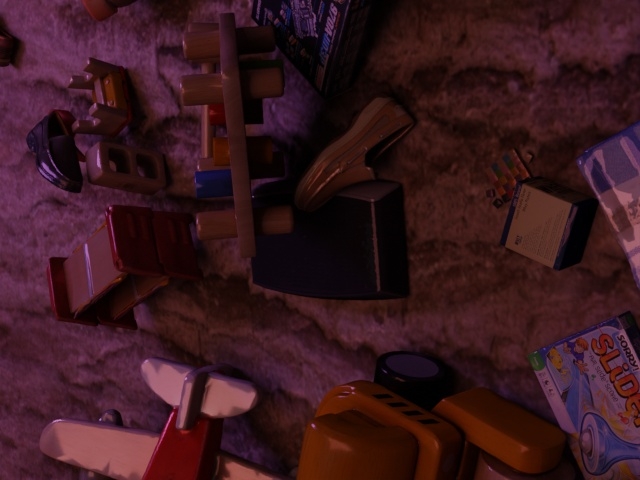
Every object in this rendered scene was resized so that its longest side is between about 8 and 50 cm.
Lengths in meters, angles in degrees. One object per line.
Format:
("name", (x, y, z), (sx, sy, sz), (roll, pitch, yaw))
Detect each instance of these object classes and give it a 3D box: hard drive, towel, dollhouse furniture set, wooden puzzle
("hard drive", (0.000, 0.000, 1.557), (0.255, 0.054, 0.172), (2, 100, 40))
("towel", (0.417, -0.012, 1.221), (0.209, 0.034, 0.285), (-30, 79, 39))
("dollhouse furniture set", (-0.330, -0.070, 1.786), (0.201, 0.152, 0.374), (-33, 60, 40))
("wooden puzzle", (0.231, -0.079, 1.379), (0.083, 0.006, 0.049), (-39, 74, 38))

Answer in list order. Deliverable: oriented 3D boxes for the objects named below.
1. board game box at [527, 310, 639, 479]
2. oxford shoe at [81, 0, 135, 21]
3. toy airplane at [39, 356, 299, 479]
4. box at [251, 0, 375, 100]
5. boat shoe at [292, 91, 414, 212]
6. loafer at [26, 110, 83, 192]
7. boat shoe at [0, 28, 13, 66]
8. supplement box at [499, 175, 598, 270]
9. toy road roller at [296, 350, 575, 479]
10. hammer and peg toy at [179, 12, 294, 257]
("board game box", (0.344, 0.200, 1.322), (0.136, 0.035, 0.201), (-32, 79, 39))
("oxford shoe", (-0.337, -0.511, 1.719), (0.133, 0.130, 0.363), (-23, 75, 8))
("toy airplane", (-0.199, 0.366, 1.695), (0.384, 0.272, 0.386), (-31, 65, 1))
("box", (-0.011, -0.314, 1.447), (0.175, 0.051, 0.220), (50, 152, 21))
("boat shoe", (0.044, -0.101, 1.458), (0.072, 0.068, 0.190), (44, 101, 18))
("loafer", (-0.398, -0.135, 1.713), (0.061, 0.062, 0.170), (-56, 49, 19))
("boat shoe", (-0.598, -0.378, 1.979), (0.178, 0.064, 0.060), (43, 118, 18))
("supplement box", (0.268, -0.021, 1.327), (0.083, 0.056, 0.083), (26, 115, 33))
("toy road roller", (0.118, 0.293, 1.385), (0.329, 0.241, 0.202), (25, 114, 39))
("hammer and peg toy", (-0.110, -0.160, 1.511), (0.127, 0.361, 0.266), (-5, 116, -3))
